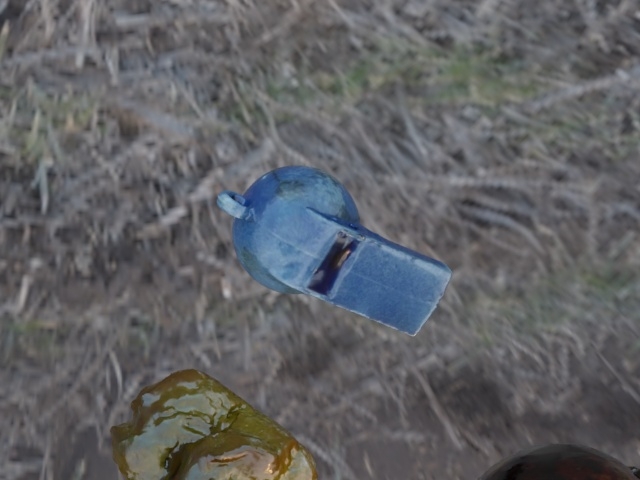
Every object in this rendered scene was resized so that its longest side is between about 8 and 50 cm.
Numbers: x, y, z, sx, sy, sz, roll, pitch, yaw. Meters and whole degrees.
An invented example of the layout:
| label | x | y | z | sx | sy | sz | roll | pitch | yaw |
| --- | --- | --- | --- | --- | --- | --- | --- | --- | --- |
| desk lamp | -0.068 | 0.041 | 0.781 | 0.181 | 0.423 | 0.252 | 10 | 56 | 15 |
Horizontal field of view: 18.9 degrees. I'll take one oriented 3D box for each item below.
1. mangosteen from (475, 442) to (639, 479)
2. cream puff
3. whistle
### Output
| label | x | y | z | sx | sy | sz | roll | pitch | yaw |
| --- | --- | --- | --- | --- | --- | --- | --- | --- | --- |
| mangosteen | 0.136 | 0.206 | 1.142 | 0.184 | 0.172 | 0.172 | -22 | 106 | -12 |
| cream puff | -0.063 | 0.126 | 1.015 | 0.116 | 0.122 | 0.094 | -22 | 142 | 35 |
| whistle | 0.000 | 0.000 | 1.236 | 0.158 | 0.090 | 0.090 | 23 | 101 | -30 |
